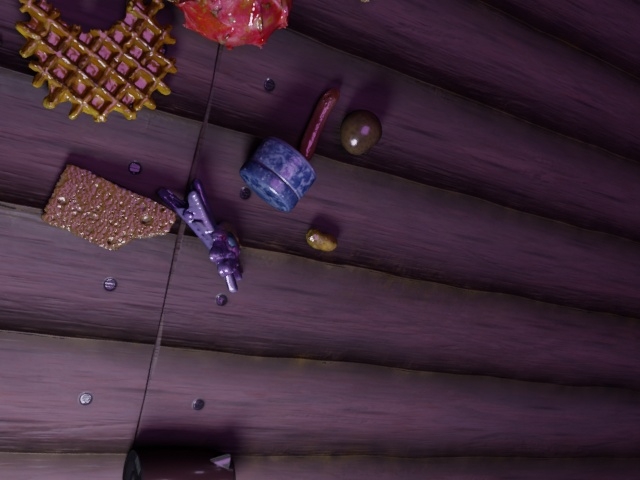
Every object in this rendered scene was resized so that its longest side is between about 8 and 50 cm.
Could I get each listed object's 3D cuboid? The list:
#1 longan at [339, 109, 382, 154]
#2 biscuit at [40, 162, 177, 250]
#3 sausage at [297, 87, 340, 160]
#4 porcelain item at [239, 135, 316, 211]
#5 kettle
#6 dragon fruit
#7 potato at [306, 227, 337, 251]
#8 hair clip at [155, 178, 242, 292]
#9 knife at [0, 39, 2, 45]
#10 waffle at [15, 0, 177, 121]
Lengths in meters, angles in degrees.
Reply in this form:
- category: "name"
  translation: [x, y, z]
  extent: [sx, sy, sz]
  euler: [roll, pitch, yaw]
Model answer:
- category: "longan"
  translation: [0.096, -0.254, 1.470]
  extent: [0.113, 0.092, 0.113]
  euler: [-14, 113, -35]
- category: "biscuit"
  translation: [-0.422, -0.050, 1.248]
  extent: [0.237, 0.026, 0.131]
  euler: [25, 90, -15]
- category: "sausage"
  translation: [-0.005, -0.274, 1.445]
  extent: [0.043, 0.043, 0.186]
  euler: [26, 86, -28]
- category: "porcelain item"
  translation: [-0.096, -0.142, 1.359]
  extent: [0.147, 0.147, 0.114]
  euler: [44, 80, -26]
- category: "kettle"
  translation: [-0.311, 0.552, 1.375]
  extent: [0.232, 0.144, 0.202]
  euler: [9, 114, -31]
- category: "dragon fruit"
  translation: [-0.185, -0.483, 1.229]
  extent: [0.268, 0.205, 0.210]
  euler: [0, 125, -20]
- category: "potato"
  translation: [0.000, 0.000, 1.491]
  extent: [0.092, 0.046, 0.045]
  euler: [20, 53, -38]
- category: "hair clip"
  translation: [-0.235, -0.012, 1.331]
  extent: [0.090, 0.137, 0.278]
  euler: [-27, 114, 17]
- category: "knife"
  translation: [-0.680, -0.328, 1.098]
  extent: [0.222, 0.021, 0.046]
  euler: [-15, 102, -24]
- category: "waffle"
  translation: [-0.421, -0.360, 1.203]
  extent: [0.293, 0.069, 0.260]
  euler: [-19, 109, -26]
